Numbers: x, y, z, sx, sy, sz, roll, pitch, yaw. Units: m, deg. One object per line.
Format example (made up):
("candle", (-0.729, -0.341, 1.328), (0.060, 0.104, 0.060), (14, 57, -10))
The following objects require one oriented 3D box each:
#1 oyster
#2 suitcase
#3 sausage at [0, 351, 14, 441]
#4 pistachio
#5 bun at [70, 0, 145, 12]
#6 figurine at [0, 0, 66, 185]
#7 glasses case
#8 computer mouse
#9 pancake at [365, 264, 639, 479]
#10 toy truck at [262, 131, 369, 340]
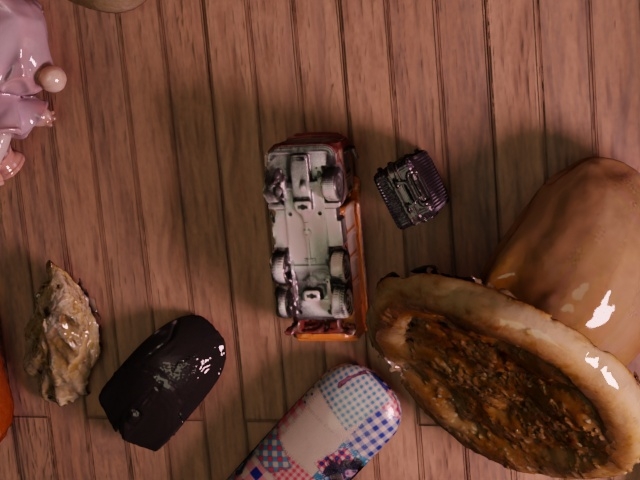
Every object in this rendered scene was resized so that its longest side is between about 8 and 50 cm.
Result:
("oyster", (-0.373, 0.145, 1.782), (0.133, 0.072, 0.209), (33, 111, 12))
("suitcase", (0.113, -0.064, 1.549), (0.059, 0.126, 0.086), (-27, 92, 20))
("sausage", (-0.523, 0.187, 1.809), (0.133, 0.133, 0.258), (-8, 98, 19))
("pistachio", (0.320, 0.035, 1.493), (0.213, 0.163, 0.260), (31, 96, -10))
("bun", (-0.285, -0.381, 1.619), (0.167, 0.113, 0.173), (13, 107, 15))
("figurine", (-0.439, -0.213, 1.694), (0.200, 0.133, 0.276), (13, 104, 32))
("glasses case", (-0.022, 0.299, 1.695), (0.125, 0.076, 0.327), (42, 110, 4))
("computer mouse", (-0.219, 0.199, 1.741), (0.122, 0.073, 0.217), (43, 112, 5))
("pancake", (0.210, 0.166, 1.479), (0.382, 0.382, 0.071), (29, 64, 16))
("toy truck", (0.000, 0.000, 1.601), (0.114, 0.135, 0.270), (-1, 105, 16))
